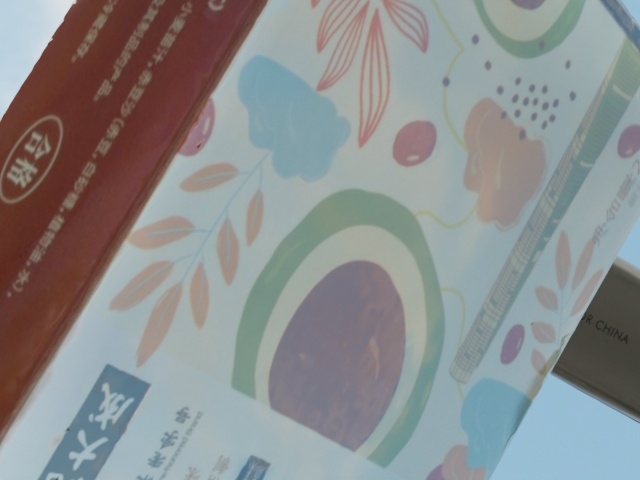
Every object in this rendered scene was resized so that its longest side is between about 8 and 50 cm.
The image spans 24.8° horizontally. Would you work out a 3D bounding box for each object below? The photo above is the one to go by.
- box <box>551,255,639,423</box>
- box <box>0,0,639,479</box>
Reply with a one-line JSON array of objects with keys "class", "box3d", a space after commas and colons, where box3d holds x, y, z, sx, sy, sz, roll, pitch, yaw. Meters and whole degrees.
[{"class": "box", "box3d": [0.180, 0.046, 1.096, 0.243, 0.055, 0.103, 29, -87, -8]}, {"class": "box", "box3d": [0.000, 0.000, 0.744, 0.122, 0.344, 0.385, 27, -96, 41]}]
